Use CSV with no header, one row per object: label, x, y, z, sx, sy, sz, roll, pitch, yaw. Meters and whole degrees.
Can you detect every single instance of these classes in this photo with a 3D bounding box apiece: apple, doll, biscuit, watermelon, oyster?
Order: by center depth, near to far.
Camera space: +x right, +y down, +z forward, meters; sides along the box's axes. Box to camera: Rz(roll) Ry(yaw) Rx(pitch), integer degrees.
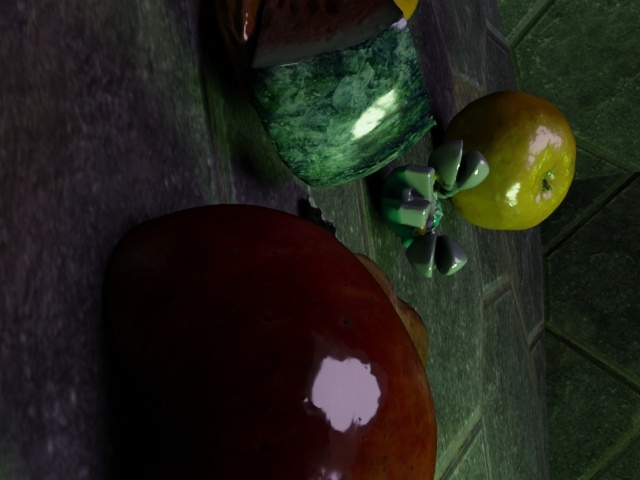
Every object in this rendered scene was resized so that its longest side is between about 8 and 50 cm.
apple,-0.044,0.159,0.854,0.329,0.295,0.365,-55,152,-5
biscuit,-0.073,-0.267,1.035,0.262,0.052,0.277,33,53,-70
watermelon,0.036,-0.177,1.059,0.318,0.148,0.226,2,76,-75
oyster,0.000,0.000,1.214,0.098,0.037,0.100,88,-22,-75
doll,0.168,-0.061,1.556,0.258,0.153,0.195,-62,155,-69

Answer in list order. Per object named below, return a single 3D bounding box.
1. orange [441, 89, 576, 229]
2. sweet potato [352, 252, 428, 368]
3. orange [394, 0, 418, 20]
orange,0.358,-0.156,2.035,0.279,0.235,0.279,-23,128,-32
sweet potato,0.066,0.135,1.187,0.336,0.131,0.131,57,31,-54
orange,0.043,-0.307,1.276,0.154,0.155,0.134,-75,-174,-51
